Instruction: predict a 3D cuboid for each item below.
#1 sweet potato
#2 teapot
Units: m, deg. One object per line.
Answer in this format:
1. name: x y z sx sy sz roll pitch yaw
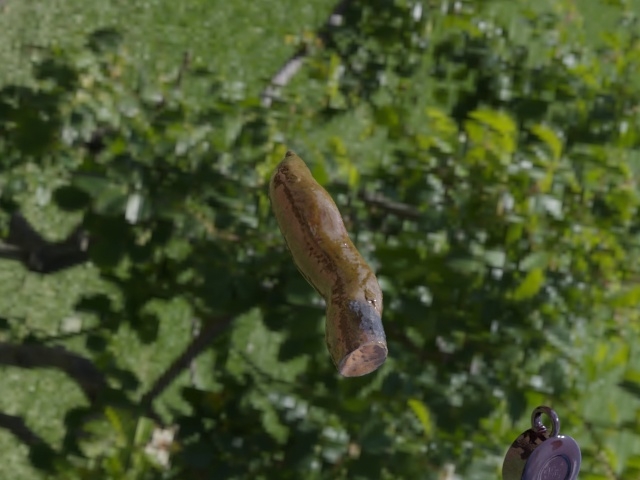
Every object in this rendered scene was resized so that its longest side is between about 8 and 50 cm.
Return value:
1. sweet potato: 0.000 0.000 1.284 0.059 0.067 0.281 -55 -136 36
2. teapot: 0.184 0.185 1.179 0.068 0.045 0.100 -8 110 -34
